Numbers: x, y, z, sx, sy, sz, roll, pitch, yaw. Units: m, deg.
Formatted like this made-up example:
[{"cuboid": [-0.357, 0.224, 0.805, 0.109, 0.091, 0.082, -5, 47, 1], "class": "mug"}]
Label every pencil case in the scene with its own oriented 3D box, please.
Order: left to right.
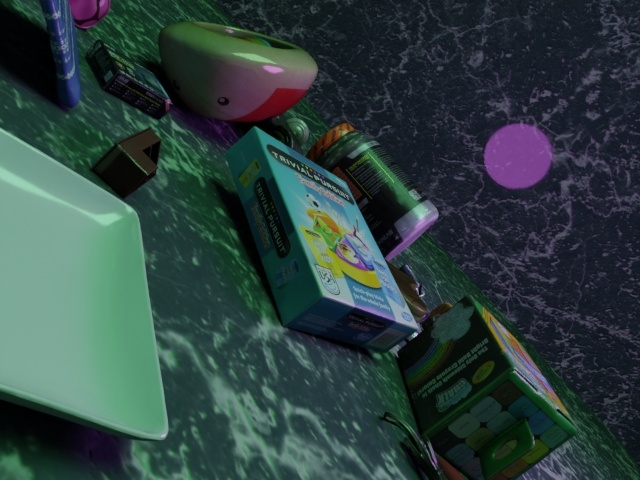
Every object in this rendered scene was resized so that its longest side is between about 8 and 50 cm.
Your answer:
[{"cuboid": [-0.446, -0.463, 0.989, 0.209, 0.095, 0.098, 49, -17, 10], "class": "pencil case"}]

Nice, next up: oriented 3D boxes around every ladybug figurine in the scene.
[{"cuboid": [-0.167, -0.350, 1.229, 0.305, 0.162, 0.449, 20, 21, 11], "class": "ladybug figurine"}]

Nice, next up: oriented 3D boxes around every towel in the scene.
[{"cuboid": [-0.340, -0.358, 0.693, 0.336, 0.040, 0.243, 95, -23, -43], "class": "towel"}]

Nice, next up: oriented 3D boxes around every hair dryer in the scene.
[{"cuboid": [0.208, 0.342, 0.746, 0.293, 0.080, 0.223, 45, 14, -12], "class": "hair dryer"}]

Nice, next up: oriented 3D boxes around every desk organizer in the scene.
[{"cuboid": [-0.227, -0.099, 0.728, 0.050, 0.047, 0.130, 46, 14, -13], "class": "desk organizer"}]

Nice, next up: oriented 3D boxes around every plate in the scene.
[{"cuboid": [-0.242, 0.003, 0.409, 0.278, 0.045, 0.277, 36, 19, -40], "class": "plate"}]

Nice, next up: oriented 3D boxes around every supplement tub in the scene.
[{"cuboid": [0.122, -0.125, 1.505, 0.338, 0.207, 0.207, 51, 14, 10], "class": "supplement tub"}]

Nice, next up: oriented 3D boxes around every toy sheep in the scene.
[{"cuboid": [-0.077, -0.309, 1.677, 0.091, 0.091, 0.132, 44, 15, -12], "class": "toy sheep"}]

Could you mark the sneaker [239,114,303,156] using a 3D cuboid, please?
[{"cuboid": [-0.112, -0.249, 1.414, 0.130, 0.109, 0.286, 46, 17, -48], "class": "sneaker"}]

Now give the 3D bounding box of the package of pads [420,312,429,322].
[{"cuboid": [0.219, 0.157, 1.386, 0.083, 0.032, 0.050, 53, 18, 21], "class": "package of pads"}]

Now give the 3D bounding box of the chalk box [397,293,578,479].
[{"cuboid": [0.266, 0.261, 0.943, 0.179, 0.180, 0.289, 42, 16, -20], "class": "chalk box"}]

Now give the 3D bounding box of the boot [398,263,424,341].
[{"cuboid": [0.188, 0.131, 1.247, 0.069, 0.086, 0.190, 36, 18, -39], "class": "boot"}]

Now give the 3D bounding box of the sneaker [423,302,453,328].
[{"cuboid": [0.323, 0.243, 1.295, 0.131, 0.112, 0.296, 45, 15, -12], "class": "sneaker"}]

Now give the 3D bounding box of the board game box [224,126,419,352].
[{"cuboid": [0.000, 0.000, 0.941, 0.254, 0.079, 0.336, 25, 34, -48], "class": "board game box"}]

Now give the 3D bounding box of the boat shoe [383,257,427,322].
[{"cuboid": [0.125, 0.106, 1.120, 0.109, 0.098, 0.302, 35, 10, -9], "class": "boat shoe"}]

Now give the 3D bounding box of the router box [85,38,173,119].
[{"cuboid": [-0.306, -0.257, 0.943, 0.092, 0.038, 0.122, 54, 15, 29], "class": "router box"}]
